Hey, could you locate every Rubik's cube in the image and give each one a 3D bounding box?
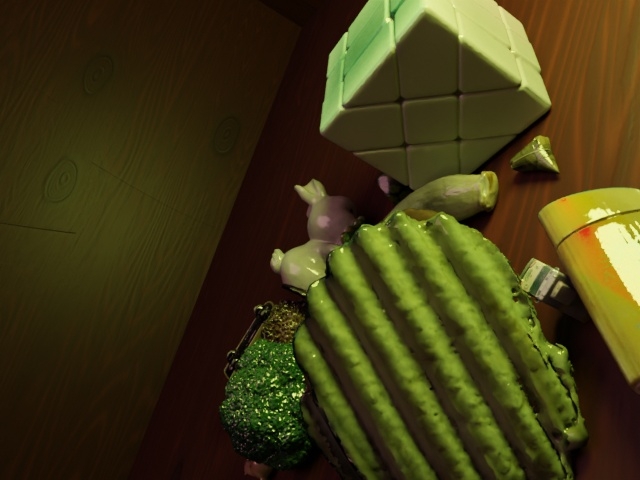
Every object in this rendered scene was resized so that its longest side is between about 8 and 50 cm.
[{"bbox_3d":[0.216,-0.333,1.070,0.322,0.318,0.316,-45,29,39],"label":"Rubik's cube"}]

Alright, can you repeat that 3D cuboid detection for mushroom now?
[{"bbox_3d":[0.210,-0.050,1.072,0.351,0.097,0.110,-34,64,48],"label":"mushroom"}]

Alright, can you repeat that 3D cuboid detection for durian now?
[{"bbox_3d":[-0.067,0.253,1.343,0.196,0.166,0.196,171,90,-72],"label":"durian"}]

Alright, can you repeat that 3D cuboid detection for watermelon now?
[{"bbox_3d":[0.209,-0.125,1.229,0.135,0.125,0.094,-41,-15,-13],"label":"watermelon"}]

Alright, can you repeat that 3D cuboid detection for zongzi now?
[{"bbox_3d":[0.368,-0.126,0.895,0.076,0.040,0.083,-50,43,49],"label":"zongzi"}]

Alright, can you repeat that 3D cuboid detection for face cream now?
[{"bbox_3d":[0.373,0.038,0.617,0.139,0.067,0.285,-19,39,13],"label":"face cream"}]

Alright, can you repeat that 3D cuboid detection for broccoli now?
[{"bbox_3d":[-0.096,0.376,1.196,0.245,0.264,0.295,-40,-59,-74],"label":"broccoli"}]

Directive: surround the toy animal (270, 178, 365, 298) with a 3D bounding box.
[{"bbox_3d":[0.007,0.002,1.357,0.247,0.182,0.310,12,79,34],"label":"toy animal"}]

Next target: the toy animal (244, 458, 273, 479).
[{"bbox_3d":[-0.153,0.543,1.327,0.150,0.089,0.084,-126,41,-62],"label":"toy animal"}]

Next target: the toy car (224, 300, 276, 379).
[{"bbox_3d":[-0.181,0.315,1.567,0.257,0.124,0.101,-59,21,-8],"label":"toy car"}]

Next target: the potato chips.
[{"bbox_3d":[0.132,0.182,0.695,0.358,0.430,0.070,-31,-9,13],"label":"potato chips"}]

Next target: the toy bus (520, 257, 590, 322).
[{"bbox_3d":[0.319,0.068,0.699,0.052,0.102,0.058,-62,25,8],"label":"toy bus"}]

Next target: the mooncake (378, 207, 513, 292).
[{"bbox_3d":[0.163,0.117,0.898,0.324,0.187,0.324,-47,28,34],"label":"mooncake"}]
